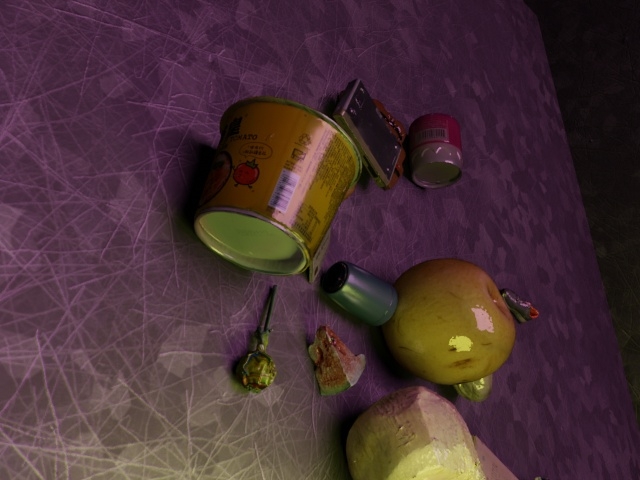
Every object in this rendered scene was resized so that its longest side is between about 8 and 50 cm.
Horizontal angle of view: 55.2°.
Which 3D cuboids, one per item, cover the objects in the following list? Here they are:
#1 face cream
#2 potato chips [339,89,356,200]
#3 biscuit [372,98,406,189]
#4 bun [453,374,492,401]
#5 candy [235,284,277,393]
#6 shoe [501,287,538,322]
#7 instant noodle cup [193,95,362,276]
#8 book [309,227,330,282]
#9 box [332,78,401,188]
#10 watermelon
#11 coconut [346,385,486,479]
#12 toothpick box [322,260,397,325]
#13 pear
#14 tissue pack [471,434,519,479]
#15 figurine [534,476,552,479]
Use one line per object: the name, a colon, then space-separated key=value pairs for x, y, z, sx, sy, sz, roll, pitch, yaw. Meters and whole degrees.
face cream: x=0.379 y=-0.294 z=2.021 sx=0.175 sy=0.175 sz=0.195 roll=29 pitch=54 yaw=-40
potato chips: x=0.079 y=-0.263 z=1.738 sx=0.080 sy=0.057 sz=0.407 roll=38 pitch=47 yaw=-43
biscuit: x=0.200 y=-0.301 z=1.914 sx=0.278 sy=0.043 sz=0.302 roll=6 pitch=70 yaw=-49
bun: x=0.428 y=0.368 z=1.806 sx=0.222 sy=0.127 sz=0.222 roll=-4 pitch=90 yaw=-87
candy: x=-0.119 y=0.199 z=1.295 sx=0.077 sy=0.073 sz=0.262 roll=21 pitch=47 yaw=-12
shoe: x=0.752 y=0.239 z=2.310 sx=0.194 sy=0.077 sz=0.074 roll=45 pitch=44 yaw=-28
instant noodle cup: x=-0.099 y=-0.094 z=1.262 sx=0.325 sy=0.325 sz=0.254 roll=39 pitch=56 yaw=-33
book: x=0.000 y=0.000 z=1.471 sx=0.127 sy=0.014 sz=0.182 roll=-61 pitch=160 yaw=-45
box: x=0.142 y=-0.310 z=1.757 sx=0.270 sy=0.045 sz=0.211 roll=54 pitch=39 yaw=-27
watermelon: x=0.025 y=0.287 z=1.400 sx=0.158 sy=0.098 sz=0.121 roll=49 pitch=28 yaw=-31
coconut: x=0.203 y=0.473 z=1.378 sx=0.297 sy=0.297 sz=0.255 roll=39 pitch=19 yaw=-34
toothpick box: x=0.095 y=0.128 z=1.534 sx=0.184 sy=0.120 sz=0.120 roll=34 pitch=50 yaw=-32
pear: x=0.336 y=0.215 z=1.625 sx=0.348 sy=0.348 sz=0.348 roll=24 pitch=56 yaw=-42
tissue pack: x=0.506 y=0.731 z=1.794 sx=0.325 sy=0.071 sz=0.170 roll=47 pitch=45 yaw=-25
figurine: x=0.709 y=0.836 z=1.934 sx=0.184 sy=0.128 sz=0.209 roll=-49 pitch=149 yaw=-49
